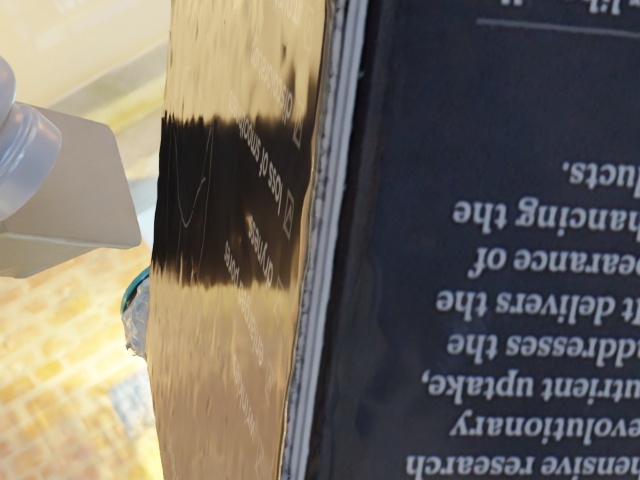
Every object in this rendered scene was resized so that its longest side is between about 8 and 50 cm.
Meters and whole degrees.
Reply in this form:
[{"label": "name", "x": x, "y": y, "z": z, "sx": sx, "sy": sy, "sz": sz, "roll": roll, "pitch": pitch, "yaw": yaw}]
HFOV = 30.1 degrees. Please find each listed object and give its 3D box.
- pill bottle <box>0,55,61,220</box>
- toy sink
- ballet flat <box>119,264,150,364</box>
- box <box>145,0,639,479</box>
[{"label": "pill bottle", "x": -0.329, "y": -0.122, "z": 0.934, "sx": 0.136, "sy": 0.136, "sz": 0.245, "roll": -37, "pitch": -55, "yaw": 18}, {"label": "toy sink", "x": -0.322, "y": -0.049, "z": 1.263, "sx": 0.131, "sy": 0.153, "sz": 0.234, "roll": -21, "pitch": -12, "yaw": 24}, {"label": "ballet flat", "x": 0.000, "y": 0.000, "z": 1.090, "sx": 0.409, "sy": 0.147, "sz": 0.147, "roll": -41, "pitch": -7, "yaw": -27}, {"label": "box", "x": 0.082, "y": -0.047, "z": 0.585, "sx": 0.297, "sy": 0.472, "sz": 0.480, "roll": 4, "pitch": 20, "yaw": -14}]
